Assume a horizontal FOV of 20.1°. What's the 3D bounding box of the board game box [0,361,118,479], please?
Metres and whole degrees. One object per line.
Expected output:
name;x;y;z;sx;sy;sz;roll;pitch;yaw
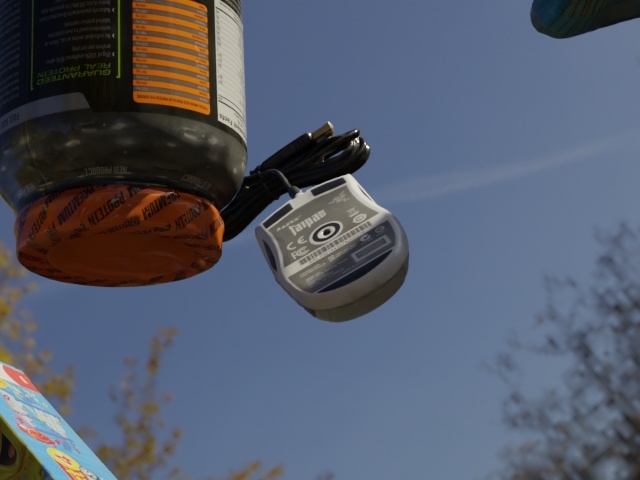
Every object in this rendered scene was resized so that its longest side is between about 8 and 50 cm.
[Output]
board game box;-0.254;0.273;1.243;0.086;0.302;0.308;29;-84;-44

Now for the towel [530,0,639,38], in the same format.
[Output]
towel;0.332;-0.234;1.183;0.271;0.040;0.370;-12;-12;-29

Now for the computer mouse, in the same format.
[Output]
computer mouse;0.000;0.000;0.966;0.106;0.193;0.042;-28;-61;-2

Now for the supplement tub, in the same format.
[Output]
supplement tub;-0.092;-0.081;0.823;0.117;0.190;0.117;-2;-19;-1
